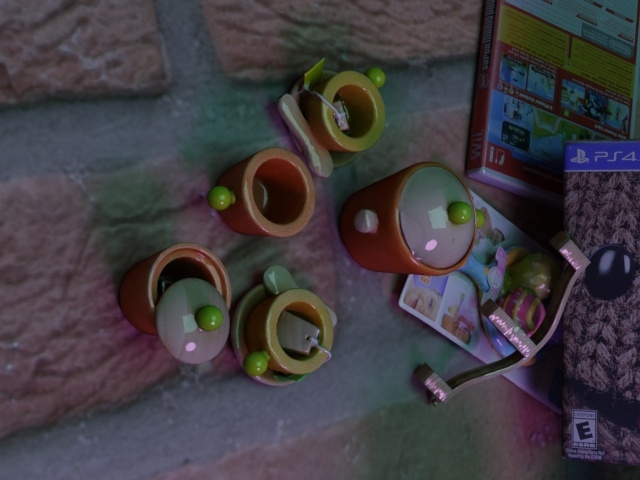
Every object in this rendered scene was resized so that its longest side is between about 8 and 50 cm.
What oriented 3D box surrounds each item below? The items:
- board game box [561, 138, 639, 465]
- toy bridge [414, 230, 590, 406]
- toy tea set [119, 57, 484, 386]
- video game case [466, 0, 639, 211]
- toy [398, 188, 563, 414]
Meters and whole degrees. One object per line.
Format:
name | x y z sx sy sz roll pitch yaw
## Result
board game box | 0.349 0.054 1.413 0.141 0.232 0.291 -2 92 -63
toy bridge | 0.166 0.079 1.383 0.188 0.026 0.063 -45 115 1
toy tea set | 0.000 0.000 1.249 0.336 0.124 0.200 -47 112 -33
video game case | 0.235 -0.173 1.526 0.204 0.025 0.285 17 73 -36
toy | 0.183 0.050 1.435 0.237 0.056 0.137 33 66 -31
